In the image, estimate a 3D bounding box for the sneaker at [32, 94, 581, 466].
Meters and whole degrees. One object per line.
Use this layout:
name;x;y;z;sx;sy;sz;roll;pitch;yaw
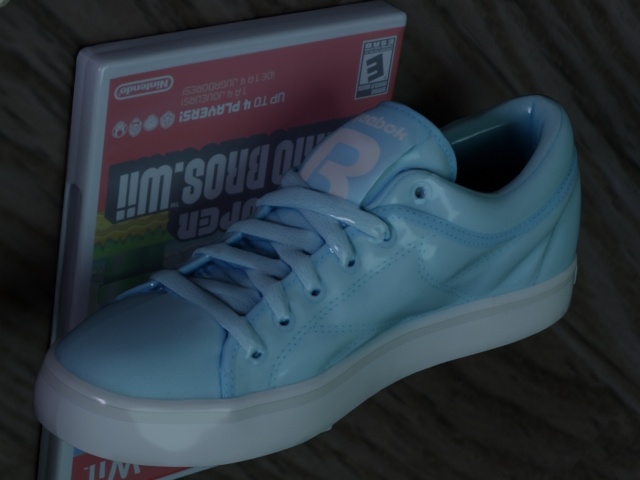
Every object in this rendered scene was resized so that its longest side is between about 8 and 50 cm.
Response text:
sneaker;0.000;0.000;1.058;0.366;0.135;0.150;-21;123;-42

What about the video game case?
video game case;-0.057;0.010;1.117;0.204;0.025;0.285;-14;127;-36

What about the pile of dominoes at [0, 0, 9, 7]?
pile of dominoes;-0.132;-0.232;0.837;0.251;0.040;0.196;-45;115;-10
